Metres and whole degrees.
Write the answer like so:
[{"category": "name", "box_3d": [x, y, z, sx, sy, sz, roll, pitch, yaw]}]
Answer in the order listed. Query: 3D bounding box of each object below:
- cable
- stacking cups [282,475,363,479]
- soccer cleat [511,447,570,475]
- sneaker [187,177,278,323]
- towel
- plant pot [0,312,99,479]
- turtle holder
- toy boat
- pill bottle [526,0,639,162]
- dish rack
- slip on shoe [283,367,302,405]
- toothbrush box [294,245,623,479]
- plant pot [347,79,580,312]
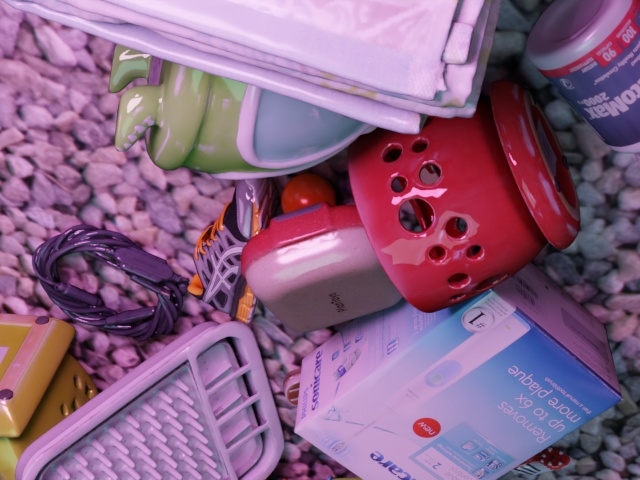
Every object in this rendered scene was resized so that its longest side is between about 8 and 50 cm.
[{"category": "cable", "box_3d": [-0.252, 0.052, 1.320, 0.184, 0.047, 0.150, 21, 136, -10]}, {"category": "stacking cups", "box_3d": [-0.015, 0.353, 1.472, 0.316, 0.096, 0.096, -3, 130, 5]}, {"category": "soccer cleat", "box_3d": [0.280, 0.285, 1.424, 0.083, 0.029, 0.035, -10, 137, 23]}, {"category": "sneaker", "box_3d": [-0.098, 0.008, 1.222, 0.083, 0.084, 0.215, 17, 133, 3]}, {"category": "towel", "box_3d": [-0.031, -0.271, 0.778, 0.374, 0.320, 0.090, 18, 169, 3]}, {"category": "plant pot", "box_3d": [-0.414, 0.217, 1.376, 0.228, 0.227, 0.207, 4, 125, 9]}, {"category": "turtle holder", "box_3d": [-0.048, -0.208, 0.953, 0.227, 0.243, 0.320, 8, 93, -15]}, {"category": "toy boat", "box_3d": [0.000, 0.000, 1.159, 0.151, 0.151, 0.231, -17, 157, 7]}, {"category": "pill bottle", "box_3d": [0.279, -0.142, 0.999, 0.108, 0.108, 0.180, -33, 118, 33]}, {"category": "dish rack", "box_3d": [-0.205, 0.260, 1.351, 0.072, 0.333, 0.285, 30, 146, 39]}, {"category": "slip on shoe", "box_3d": [0.021, 0.171, 1.369, 0.135, 0.041, 0.051, -10, 114, -4]}, {"category": "toothbrush box", "box_3d": [0.148, 0.155, 1.250, 0.216, 0.126, 0.295, 39, 120, -22]}, {"category": "plant pot", "box_3d": [0.144, -0.044, 1.058, 0.174, 0.191, 0.191, -21, 124, 20]}]
